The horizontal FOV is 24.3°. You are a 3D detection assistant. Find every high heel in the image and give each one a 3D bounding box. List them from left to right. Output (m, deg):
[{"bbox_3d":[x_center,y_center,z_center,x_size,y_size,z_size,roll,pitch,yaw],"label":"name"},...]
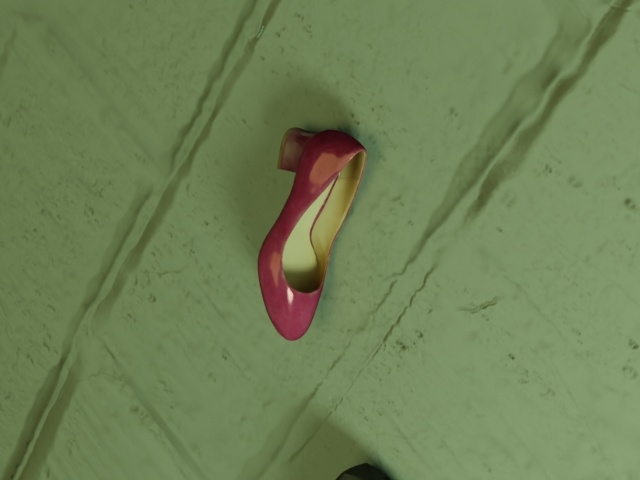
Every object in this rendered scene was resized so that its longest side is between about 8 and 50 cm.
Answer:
[{"bbox_3d":[0.000,0.000,1.618,0.117,0.082,0.244,19,103,50],"label":"high heel"}]

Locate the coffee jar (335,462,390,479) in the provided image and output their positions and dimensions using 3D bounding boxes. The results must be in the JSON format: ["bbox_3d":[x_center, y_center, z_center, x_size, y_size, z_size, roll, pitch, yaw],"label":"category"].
[{"bbox_3d":[0.035,0.344,1.694,0.096,0.079,0.184,45,131,29],"label":"coffee jar"}]
